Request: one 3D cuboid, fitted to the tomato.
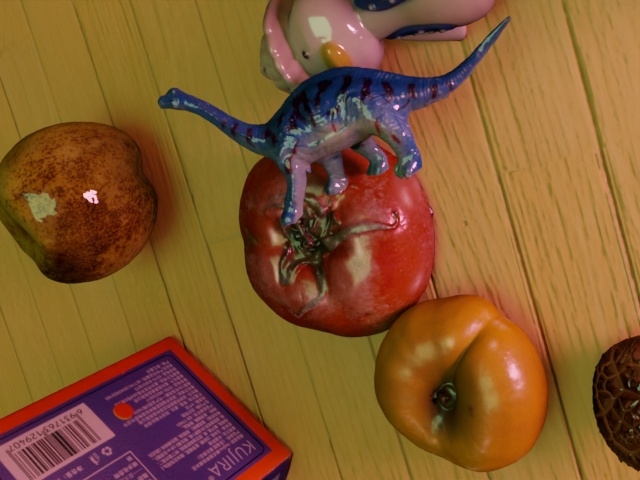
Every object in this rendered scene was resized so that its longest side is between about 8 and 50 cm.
[{"bbox_3d":[0.000,0.000,0.815,0.237,0.095,0.236,10,109,32],"label":"tomato"}]

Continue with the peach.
[{"bbox_3d":[0.140,0.140,0.757,0.179,0.103,0.179,8,106,31],"label":"peach"}]

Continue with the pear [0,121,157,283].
[{"bbox_3d":[-0.296,-0.053,0.952,0.197,0.197,0.197,11,110,32],"label":"pear"}]

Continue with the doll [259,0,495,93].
[{"bbox_3d":[0.054,-0.212,0.700,0.293,0.138,0.119,-19,53,34],"label":"doll"}]

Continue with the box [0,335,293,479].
[{"bbox_3d":[-0.269,0.358,0.952,0.257,0.349,0.318,39,121,19],"label":"box"}]

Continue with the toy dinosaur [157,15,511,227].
[{"bbox_3d":[0.017,-0.097,0.701,0.329,0.076,0.144,-8,107,17],"label":"toy dinosaur"}]

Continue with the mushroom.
[{"bbox_3d":[0.288,0.142,0.666,0.109,0.085,0.126,3,100,35],"label":"mushroom"}]
